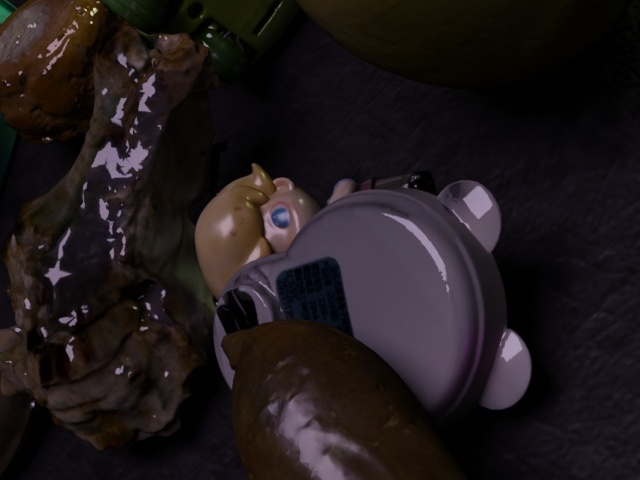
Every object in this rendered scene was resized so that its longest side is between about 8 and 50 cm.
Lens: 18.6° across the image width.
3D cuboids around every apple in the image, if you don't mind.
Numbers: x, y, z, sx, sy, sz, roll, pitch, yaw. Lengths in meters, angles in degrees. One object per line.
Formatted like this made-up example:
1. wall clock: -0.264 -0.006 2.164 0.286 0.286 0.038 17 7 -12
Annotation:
1. apple: 0.109 -0.251 1.394 0.292 0.292 0.254 -61 29 -4

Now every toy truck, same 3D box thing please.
1. toy truck: -0.109 -0.236 1.670 0.148 0.187 0.210 -55 20 3

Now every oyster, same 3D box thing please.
1. oyster: -0.151 -0.002 1.565 0.198 0.133 0.337 18 86 11

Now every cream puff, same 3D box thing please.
1. cream puff: -0.227 -0.156 1.763 0.165 0.115 0.150 6 64 53

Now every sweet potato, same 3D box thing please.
1. sweet potato: 0.062 0.210 1.257 0.130 0.130 0.422 -41 67 17

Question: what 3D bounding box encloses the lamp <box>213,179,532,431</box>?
1. lamp: 0.036 0.057 1.406 0.246 0.108 0.179 -14 80 32

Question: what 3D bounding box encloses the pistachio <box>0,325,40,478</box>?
1. pistachio: -0.335 0.160 1.671 0.238 0.153 0.138 -47 3 6

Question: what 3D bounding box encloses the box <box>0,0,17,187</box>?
1. box: -0.402 -0.082 1.873 0.205 0.118 0.311 -3 65 38

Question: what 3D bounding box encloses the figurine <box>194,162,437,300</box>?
1. figurine: 0.000 0.000 1.492 0.196 0.114 0.108 -8 34 27
